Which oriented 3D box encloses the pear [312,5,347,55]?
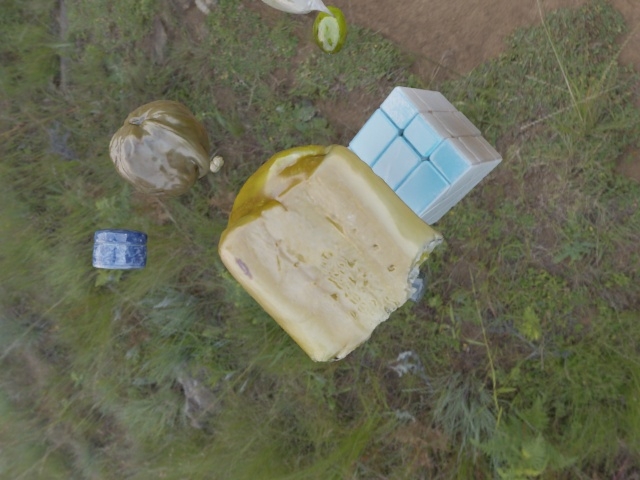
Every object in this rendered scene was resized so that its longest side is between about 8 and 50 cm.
[{"bbox_3d":[0.028,-0.605,1.396,0.107,0.107,0.132,11,104,19],"label":"pear"}]

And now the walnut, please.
[{"bbox_3d":[-0.469,-0.273,1.460,0.284,0.297,0.285,12,152,7],"label":"walnut"}]

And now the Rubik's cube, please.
[{"bbox_3d":[0.301,-0.243,1.480,0.316,0.318,0.322,53,125,14],"label":"Rubik's cube"}]

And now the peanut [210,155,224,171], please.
[{"bbox_3d":[-0.431,-0.316,1.999,0.054,0.054,0.113,45,148,-9],"label":"peanut"}]

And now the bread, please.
[{"bbox_3d":[0.000,0.000,1.005,0.361,0.250,0.394,-45,89,0],"label":"bread"}]

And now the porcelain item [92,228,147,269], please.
[{"bbox_3d":[-0.578,0.022,1.396,0.147,0.147,0.114,3,89,24],"label":"porcelain item"}]

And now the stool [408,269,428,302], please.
[{"bbox_3d":[0.247,0.122,1.374,0.110,0.096,0.096,19,128,8],"label":"stool"}]

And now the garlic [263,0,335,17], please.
[{"bbox_3d":[-0.056,-0.536,0.978,0.164,0.245,0.145,20,128,-28],"label":"garlic"}]
